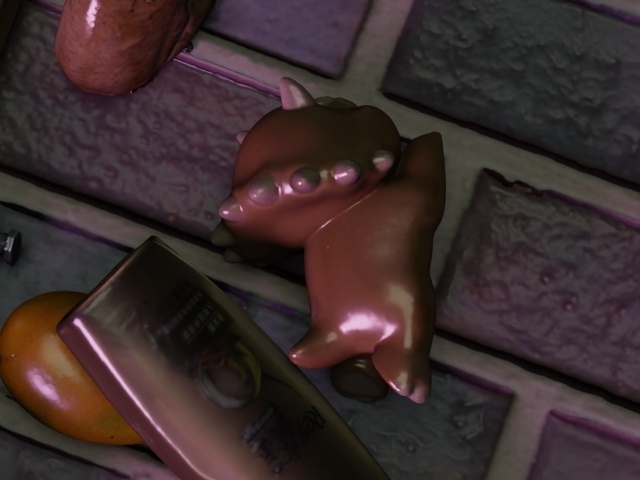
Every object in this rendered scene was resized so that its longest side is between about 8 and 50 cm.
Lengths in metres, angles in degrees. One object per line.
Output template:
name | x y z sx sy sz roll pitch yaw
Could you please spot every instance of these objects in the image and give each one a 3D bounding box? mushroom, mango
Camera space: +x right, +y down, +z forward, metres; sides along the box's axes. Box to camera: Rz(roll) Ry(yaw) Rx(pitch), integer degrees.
mushroom | -0.153 -0.272 1.389 0.156 0.151 0.286 14 74 0
mango | -0.183 0.108 1.313 0.163 0.089 0.111 40 73 1

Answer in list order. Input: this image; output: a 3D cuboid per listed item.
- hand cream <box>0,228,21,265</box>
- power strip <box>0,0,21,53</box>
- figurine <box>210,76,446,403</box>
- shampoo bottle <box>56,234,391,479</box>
hand cream | -0.347 -0.009 1.368 0.194 0.042 0.067 10 78 6
power strip | -0.335 -0.114 1.360 0.092 0.066 0.387 12 66 8
figurine | -0.001 -0.003 1.304 0.173 0.177 0.247 11 81 -18
shampoo bottle | -0.048 0.157 1.268 0.350 0.084 0.125 48 62 -6
